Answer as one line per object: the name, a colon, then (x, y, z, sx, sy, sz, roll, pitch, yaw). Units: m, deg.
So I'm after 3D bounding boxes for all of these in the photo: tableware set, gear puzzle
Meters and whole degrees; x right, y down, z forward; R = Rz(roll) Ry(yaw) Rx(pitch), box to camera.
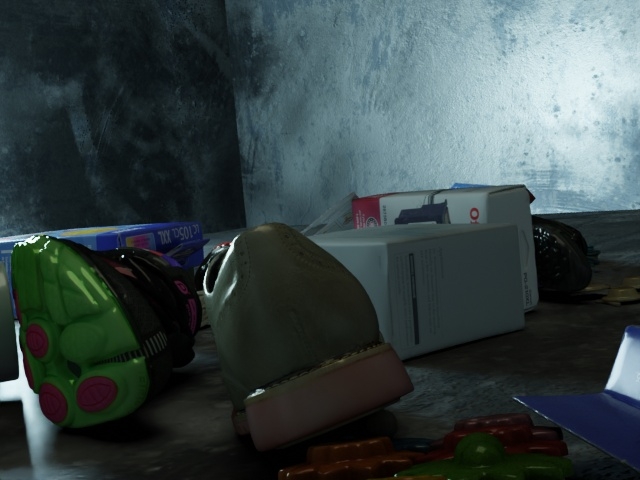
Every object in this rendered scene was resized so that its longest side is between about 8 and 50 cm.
tableware set: (0.435, 0.068, 1.373, 0.169, 0.020, 0.141, -8, 4, -16)
gear puzzle: (0.043, 0.119, 0.518, 0.176, 0.044, 0.339, -8, -7, 11)

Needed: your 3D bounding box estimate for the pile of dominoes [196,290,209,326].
pile of dominoes: (-0.285, 0.128, 1.473, 0.251, 0.040, 0.196, -12, 6, 21)

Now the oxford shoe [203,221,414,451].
oxford shoe: (-0.019, 0.067, 0.762, 0.141, 0.146, 0.397, -21, -6, -11)

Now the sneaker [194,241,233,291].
sneaker: (-0.158, 0.059, 1.652, 0.135, 0.097, 0.276, -33, 8, -36)

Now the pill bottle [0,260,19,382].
pill bottle: (-0.477, 0.103, 1.044, 0.283, 0.161, 0.161, -7, 5, -20)

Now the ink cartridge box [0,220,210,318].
ink cartridge box: (-0.394, 0.051, 1.796, 0.396, 0.151, 0.270, -2, 5, 24)

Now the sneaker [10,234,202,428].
sneaker: (-0.220, 0.071, 1.042, 0.202, 0.185, 0.483, -8, 7, -18)

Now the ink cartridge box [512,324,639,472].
ink cartridge box: (0.314, 0.097, 0.558, 0.307, 0.072, 0.303, 4, 3, -14)

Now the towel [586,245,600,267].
towel: (0.322, 0.000, 1.818, 0.272, 0.040, 0.370, 11, 1, -8)

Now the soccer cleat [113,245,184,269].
soccer cleat: (-0.256, 0.054, 1.387, 0.116, 0.108, 0.318, -22, 6, -36)

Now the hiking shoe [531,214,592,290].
hiking shoe: (0.354, 0.009, 1.436, 0.114, 0.086, 0.227, 0, 21, -16)

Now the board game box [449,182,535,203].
board game box: (0.227, -0.032, 1.562, 0.145, 0.027, 0.281, -46, 13, -6)

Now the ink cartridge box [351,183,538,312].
ink cartridge box: (0.169, 0.016, 1.356, 0.237, 0.171, 0.100, -1, 7, 43)

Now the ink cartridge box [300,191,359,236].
ink cartridge box: (0.000, 0.000, 1.502, 0.181, 0.056, 0.225, -39, -26, 3)

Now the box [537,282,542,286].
box: (0.201, 0.053, 1.598, 0.201, 0.057, 0.293, -8, 5, -39)

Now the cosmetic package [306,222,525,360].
cosmetic package: (0.090, 0.054, 1.198, 0.225, 0.138, 0.224, -7, 4, -40)
